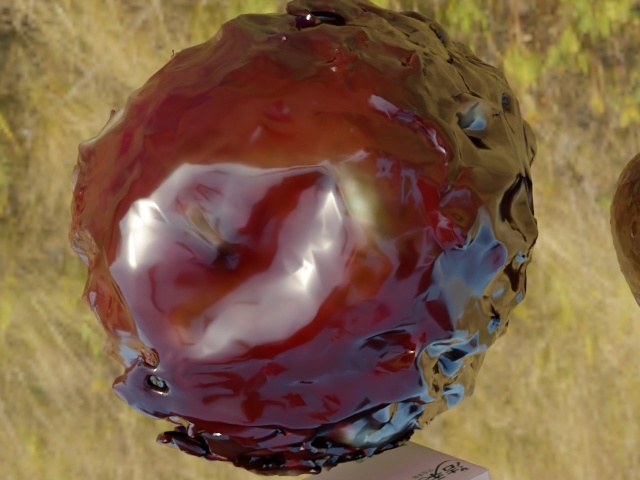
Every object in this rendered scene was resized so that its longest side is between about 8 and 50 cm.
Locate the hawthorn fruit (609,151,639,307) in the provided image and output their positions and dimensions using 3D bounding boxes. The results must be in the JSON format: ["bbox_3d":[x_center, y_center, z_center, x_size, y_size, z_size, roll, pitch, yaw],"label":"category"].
[{"bbox_3d":[0.291,0.059,0.880,0.165,0.285,0.165,-18,175,-2],"label":"hawthorn fruit"}]

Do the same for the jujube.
[{"bbox_3d":[0.000,0.000,0.720,0.258,0.258,0.377,-1,-177,0],"label":"jujube"}]

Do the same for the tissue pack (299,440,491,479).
[{"bbox_3d":[-0.016,0.219,0.727,0.246,0.149,0.092,-20,-165,-29],"label":"tissue pack"}]
